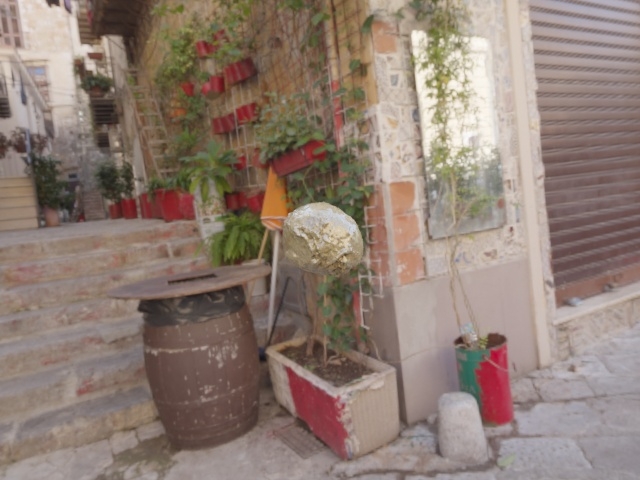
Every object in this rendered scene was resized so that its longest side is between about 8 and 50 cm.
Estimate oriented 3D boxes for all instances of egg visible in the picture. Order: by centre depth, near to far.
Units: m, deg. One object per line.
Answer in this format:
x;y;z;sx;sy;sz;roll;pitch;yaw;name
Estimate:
0.000;0.000;0.710;0.140;0.118;0.116;30;59;29;egg
